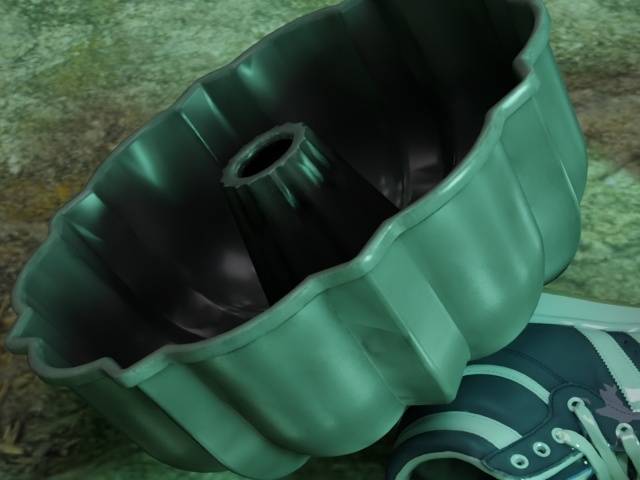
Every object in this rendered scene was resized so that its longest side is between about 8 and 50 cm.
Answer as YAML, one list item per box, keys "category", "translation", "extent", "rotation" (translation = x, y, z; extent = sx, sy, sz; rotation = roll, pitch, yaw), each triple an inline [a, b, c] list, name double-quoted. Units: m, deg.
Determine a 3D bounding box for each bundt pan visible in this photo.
- category: "bundt pan"
  translation: [0.000, 0.000, 0.869]
  extent: [0.331, 0.124, 0.331]
  rotation: [-27, 26, 15]

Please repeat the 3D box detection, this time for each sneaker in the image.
- category: "sneaker"
  translation: [0.169, 0.101, 0.813]
  extent: [0.282, 0.099, 0.153]
  rotation: [2, 37, 20]
